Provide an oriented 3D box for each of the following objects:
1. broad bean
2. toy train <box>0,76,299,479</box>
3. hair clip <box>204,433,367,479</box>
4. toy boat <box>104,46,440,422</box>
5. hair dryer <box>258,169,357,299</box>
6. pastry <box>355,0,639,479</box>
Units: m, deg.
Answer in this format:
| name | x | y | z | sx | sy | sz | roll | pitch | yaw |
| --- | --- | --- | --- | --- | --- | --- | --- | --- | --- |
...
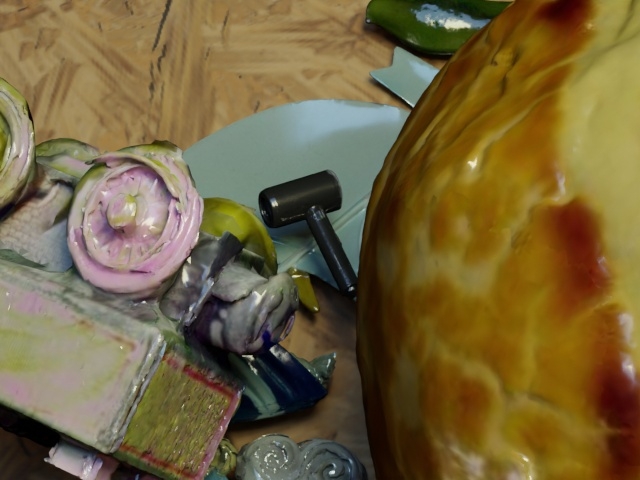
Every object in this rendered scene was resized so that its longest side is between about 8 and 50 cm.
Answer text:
| name | x | y | z | sx | sy | sz | roll | pitch | yaw |
| --- | --- | --- | --- | --- | --- | --- | --- | --- | --- |
| broad bean | 0.143 | -0.146 | 1.252 | 0.227 | 0.039 | 0.069 | -9 | 68 | 0 |
| toy train | -0.146 | 0.023 | 1.071 | 0.261 | 0.134 | 0.177 | 22 | 82 | 26 |
| hair clip | -0.060 | 0.166 | 1.111 | 0.172 | 0.049 | 0.116 | 4 | 76 | -1 |
| toy boat | -0.020 | -0.025 | 1.194 | 0.220 | 0.067 | 0.291 | 40 | 70 | 22 |
| hair dryer | 0.000 | 0.000 | 1.148 | 0.047 | 0.026 | 0.083 | -19 | 68 | -20 |
| pastry | 0.174 | 0.041 | 0.958 | 0.313 | 0.388 | 0.388 | -6 | 61 | -18 |
